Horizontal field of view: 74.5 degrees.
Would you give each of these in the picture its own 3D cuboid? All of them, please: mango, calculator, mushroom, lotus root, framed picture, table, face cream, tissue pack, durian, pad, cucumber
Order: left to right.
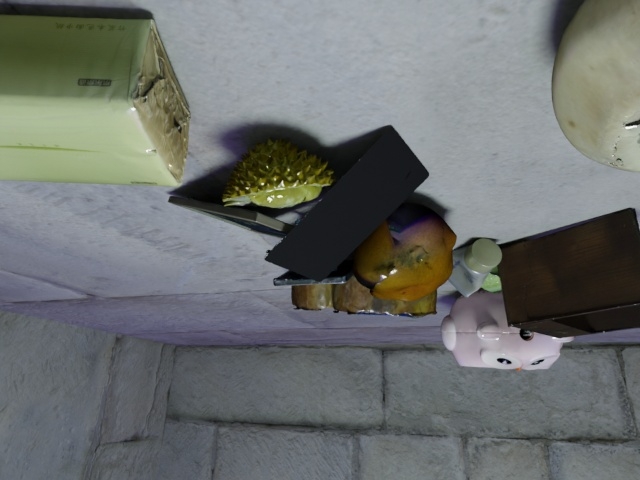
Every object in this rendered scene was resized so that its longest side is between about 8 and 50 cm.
[{"bbox_3d":[-0.277,-0.144,0.459,0.234,0.125,0.159,2,159,-2],"label":"tissue pack"},{"bbox_3d":[-0.118,-0.031,0.751,0.281,0.019,0.209,13,174,46],"label":"framed picture"},{"bbox_3d":[-0.047,-0.097,0.626,0.146,0.102,0.208,-6,-179,23],"label":"durian"},{"bbox_3d":[0.017,0.056,0.924,0.161,0.021,0.262,-5,-171,22],"label":"calculator"},{"bbox_3d":[0.046,-0.042,0.658,0.265,0.009,0.159,-45,143,12],"label":"pad"},{"bbox_3d":[0.119,0.141,1.137,0.391,0.111,0.375,0,171,29],"label":"lotus root"},{"bbox_3d":[0.169,0.031,0.835,0.201,0.152,0.287,-13,158,13],"label":"mango"},{"bbox_3d":[0.358,0.071,1.029,0.070,0.114,0.224,-36,165,-19],"label":"face cream"},{"bbox_3d":[0.438,0.084,1.089,0.116,0.062,0.115,24,153,-9],"label":"cucumber"},{"bbox_3d":[0.585,0.087,0.914,0.251,0.196,0.282,18,152,-33],"label":"table"},{"bbox_3d":[0.322,-0.134,0.338,0.246,0.202,0.246,11,158,5],"label":"mushroom"}]

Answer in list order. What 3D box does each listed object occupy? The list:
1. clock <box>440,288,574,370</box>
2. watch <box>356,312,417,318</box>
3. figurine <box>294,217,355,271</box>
[{"bbox_3d":[0.574,0.272,1.314,0.368,0.250,0.376,0,166,6],"label":"clock"},{"bbox_3d":[0.234,0.210,1.454,0.275,0.068,0.276,3,160,12],"label":"watch"},{"bbox_3d":[0.004,0.004,0.884,0.144,0.114,0.178,-11,-178,-36],"label":"figurine"}]
